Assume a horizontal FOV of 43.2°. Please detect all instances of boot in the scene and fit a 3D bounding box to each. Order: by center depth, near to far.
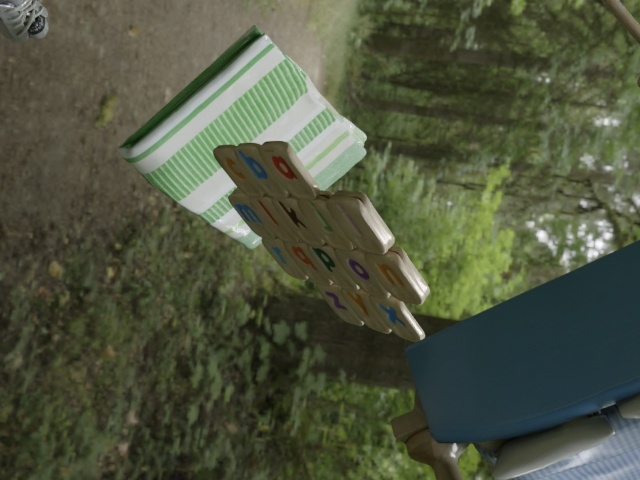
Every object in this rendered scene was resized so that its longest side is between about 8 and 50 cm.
[{"bbox_3d":[-0.390,-0.318,1.043,0.095,0.258,0.123,-45,127,-11],"label":"boot"}]

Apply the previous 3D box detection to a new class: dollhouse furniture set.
[{"bbox_3d":[0.225,0.136,0.384,0.286,0.303,0.198,48,22,-51],"label":"dollhouse furniture set"}]

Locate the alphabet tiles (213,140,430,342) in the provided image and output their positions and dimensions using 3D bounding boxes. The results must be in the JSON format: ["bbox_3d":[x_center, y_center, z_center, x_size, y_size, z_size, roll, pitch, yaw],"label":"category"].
[{"bbox_3d":[0.000,0.000,0.887,0.021,0.278,0.284,-46,-155,-19],"label":"alphabet tiles"}]

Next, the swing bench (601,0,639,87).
[{"bbox_3d":[0.376,-0.264,0.677,0.255,0.165,0.253,-46,-167,4],"label":"swing bench"}]

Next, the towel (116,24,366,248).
[{"bbox_3d":[-0.088,-0.122,1.085,0.038,0.248,0.325,55,10,31],"label":"towel"}]
